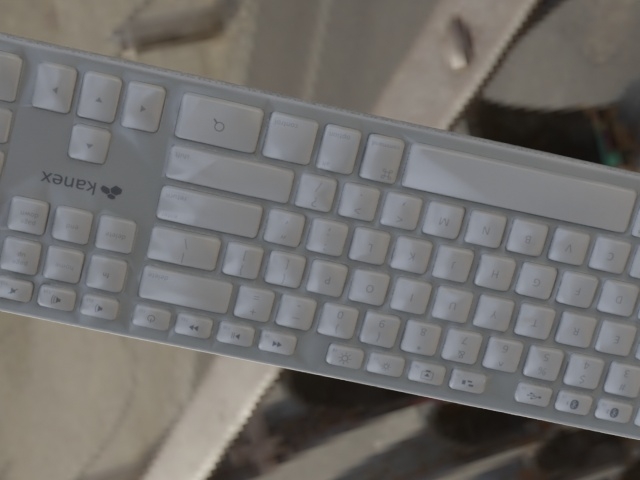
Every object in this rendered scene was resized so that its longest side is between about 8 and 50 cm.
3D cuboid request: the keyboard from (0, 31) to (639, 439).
[{"bbox_3d":[0.000,0.000,0.505,0.014,0.256,0.072,-93,16,-63],"label":"keyboard"}]
